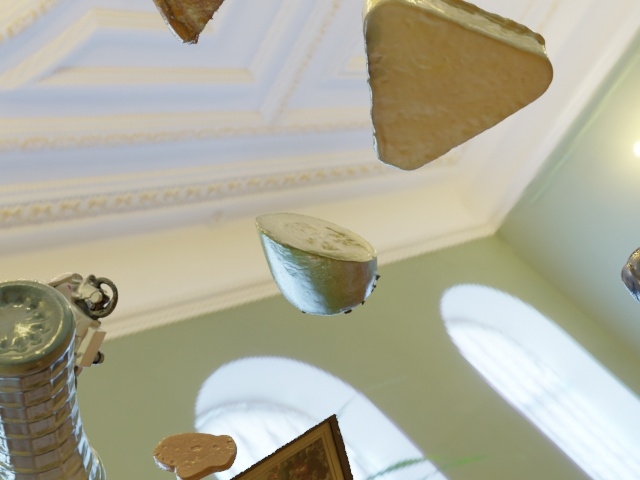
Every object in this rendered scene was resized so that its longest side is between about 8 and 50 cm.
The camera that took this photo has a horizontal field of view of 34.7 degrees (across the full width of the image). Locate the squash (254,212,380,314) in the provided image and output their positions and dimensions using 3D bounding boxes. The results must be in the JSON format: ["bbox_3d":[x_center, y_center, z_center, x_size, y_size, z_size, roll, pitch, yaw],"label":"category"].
[{"bbox_3d":[0.000,0.000,1.654,0.189,0.189,0.260,-40,-26,-15],"label":"squash"}]

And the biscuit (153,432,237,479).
[{"bbox_3d":[-0.213,0.367,1.724,0.118,0.140,0.023,-68,-21,-58],"label":"biscuit"}]

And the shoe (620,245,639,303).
[{"bbox_3d":[0.292,-0.015,0.662,0.207,0.091,0.106,-25,-51,2],"label":"shoe"}]

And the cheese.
[{"bbox_3d":[0.261,-0.316,1.946,0.384,0.104,0.384,0,-50,0],"label":"cheese"}]

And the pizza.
[{"bbox_3d":[-0.212,-0.413,1.688,0.062,0.188,0.199,-21,0,41],"label":"pizza"}]

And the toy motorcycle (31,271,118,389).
[{"bbox_3d":[-0.401,0.141,1.569,0.221,0.150,0.102,-65,-23,2],"label":"toy motorcycle"}]

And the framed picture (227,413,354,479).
[{"bbox_3d":[-0.033,0.366,1.436,0.199,0.010,0.195,-28,-66,-30],"label":"framed picture"}]

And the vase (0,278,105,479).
[{"bbox_3d":[-0.301,0.175,1.053,0.143,0.143,0.299,-31,-33,-32],"label":"vase"}]
